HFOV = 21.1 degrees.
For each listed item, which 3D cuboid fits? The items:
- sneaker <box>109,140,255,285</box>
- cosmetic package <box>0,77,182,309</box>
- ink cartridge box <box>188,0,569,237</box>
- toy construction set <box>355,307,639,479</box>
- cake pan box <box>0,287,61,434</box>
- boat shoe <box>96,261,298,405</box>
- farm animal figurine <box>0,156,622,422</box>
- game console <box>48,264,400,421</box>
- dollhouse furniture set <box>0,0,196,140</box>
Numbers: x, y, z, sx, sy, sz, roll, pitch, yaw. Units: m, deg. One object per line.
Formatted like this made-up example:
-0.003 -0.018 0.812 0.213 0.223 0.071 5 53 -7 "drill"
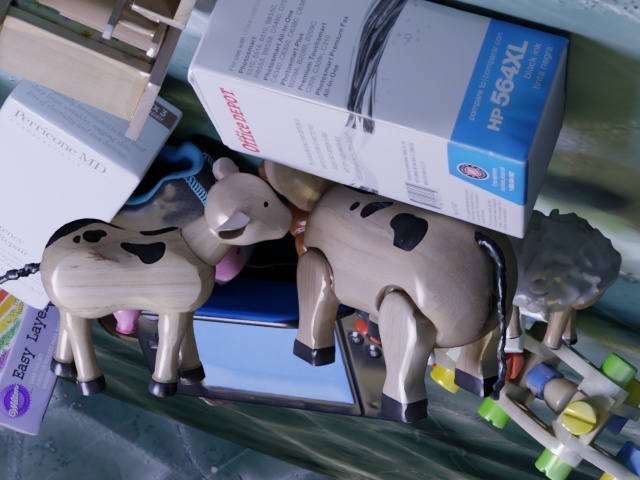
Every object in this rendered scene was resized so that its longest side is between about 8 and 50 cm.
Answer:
-0.220 -0.060 1.498 0.340 0.125 0.140 9 147 20 "sneaker"
-0.210 -0.049 1.336 0.117 0.085 0.231 33 144 -7 "cosmetic package"
0.038 -0.086 1.029 0.203 0.086 0.148 18 167 10 "ink cartridge box"
0.157 0.094 1.439 0.215 0.151 0.328 40 173 38 "toy construction set"
-0.328 0.067 1.778 0.070 0.267 0.245 25 168 -31 "cake pan box"
-0.108 0.095 1.788 0.355 0.130 0.132 -1 147 38 "boat shoe"
0.000 0.000 1.166 0.326 0.172 0.330 17 -154 32 "farm animal figurine"
-0.084 0.104 1.569 0.293 0.173 0.250 5 130 25 "game console"
-0.160 -0.175 1.025 0.181 0.101 0.161 22 142 -8 "dollhouse furniture set"
